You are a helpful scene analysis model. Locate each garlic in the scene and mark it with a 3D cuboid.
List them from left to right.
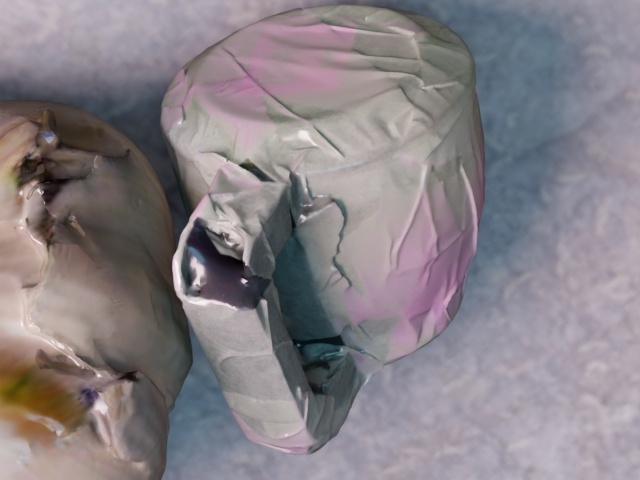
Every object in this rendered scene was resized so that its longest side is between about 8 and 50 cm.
[{"bbox_3d":[-0.214,0.064,0.918,0.322,0.322,0.241,-24,127,0],"label":"garlic"}]

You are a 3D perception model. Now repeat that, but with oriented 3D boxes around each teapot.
[{"bbox_3d":[0.014,-0.004,0.961,0.163,0.221,0.178,-12,125,2],"label":"teapot"}]
